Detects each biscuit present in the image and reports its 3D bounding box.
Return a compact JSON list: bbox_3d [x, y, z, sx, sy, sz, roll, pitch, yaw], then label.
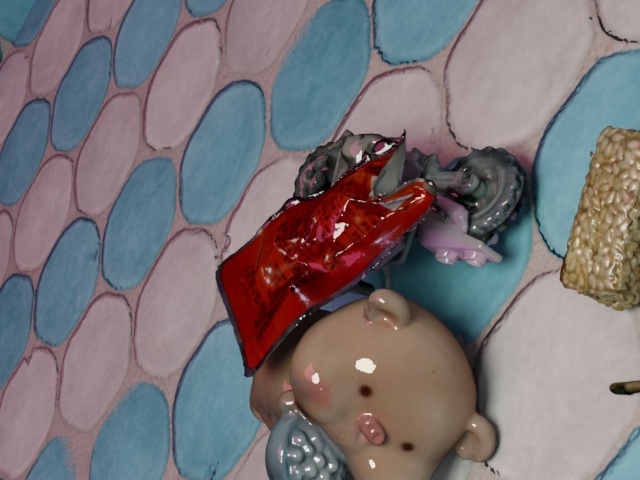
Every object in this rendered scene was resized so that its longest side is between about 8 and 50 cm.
[{"bbox_3d":[0.279,-0.021,1.224,0.082,0.070,0.168,16,89,60],"label":"biscuit"}]

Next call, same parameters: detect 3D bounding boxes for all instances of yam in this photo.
[{"bbox_3d":[0.297,0.128,1.171,0.107,0.014,0.014,-12,64,52],"label":"yam"}]

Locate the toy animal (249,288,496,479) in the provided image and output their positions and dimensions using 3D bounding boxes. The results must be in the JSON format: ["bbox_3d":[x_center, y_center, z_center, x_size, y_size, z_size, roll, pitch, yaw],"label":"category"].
[{"bbox_3d":[0.043,0.158,1.369,0.229,0.210,0.221,-38,16,7],"label":"toy animal"}]

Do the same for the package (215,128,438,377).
[{"bbox_3d":[0.000,0.000,1.353,0.269,0.071,0.194,-35,27,12],"label":"package"}]

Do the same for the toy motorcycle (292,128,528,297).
[{"bbox_3d":[0.076,-0.016,1.448,0.327,0.143,0.188,6,71,46],"label":"toy motorcycle"}]
